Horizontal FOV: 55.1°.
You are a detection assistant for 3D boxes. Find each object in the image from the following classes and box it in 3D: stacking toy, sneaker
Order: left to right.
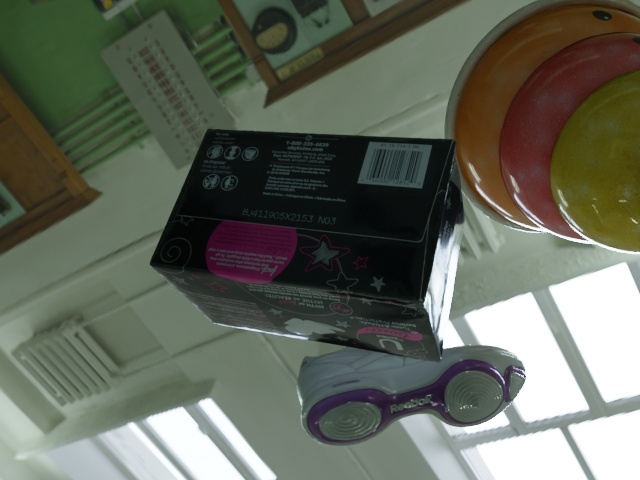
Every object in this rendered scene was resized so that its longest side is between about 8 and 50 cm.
[{"bbox_3d":[0.116,0.169,0.800,0.305,0.114,0.152,-4,-158,-12],"label":"sneaker"},{"bbox_3d":[0.370,-0.096,0.715,0.350,0.350,0.480,-30,-157,8],"label":"stacking toy"}]

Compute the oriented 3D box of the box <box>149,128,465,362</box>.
[{"bbox_3d":[0.000,0.000,0.583,0.247,0.142,0.163,6,-118,20],"label":"box"}]
